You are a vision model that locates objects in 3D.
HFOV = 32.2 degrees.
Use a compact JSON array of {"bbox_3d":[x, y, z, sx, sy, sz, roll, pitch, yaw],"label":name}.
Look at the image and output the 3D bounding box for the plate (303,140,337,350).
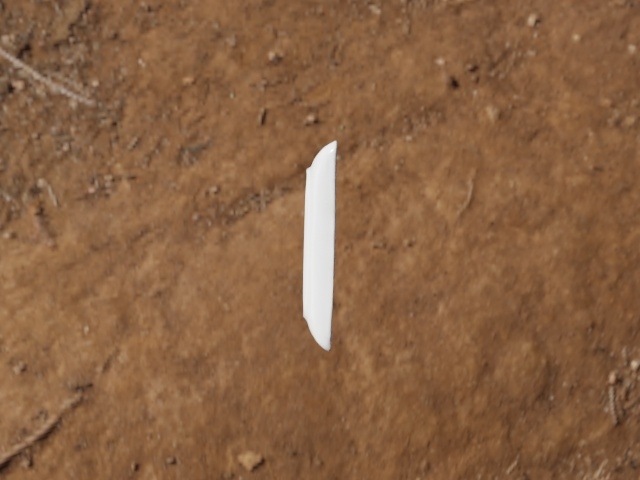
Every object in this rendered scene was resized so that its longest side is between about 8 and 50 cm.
[{"bbox_3d":[0.000,0.000,1.564,0.045,0.278,0.277,2,94,0],"label":"plate"}]
